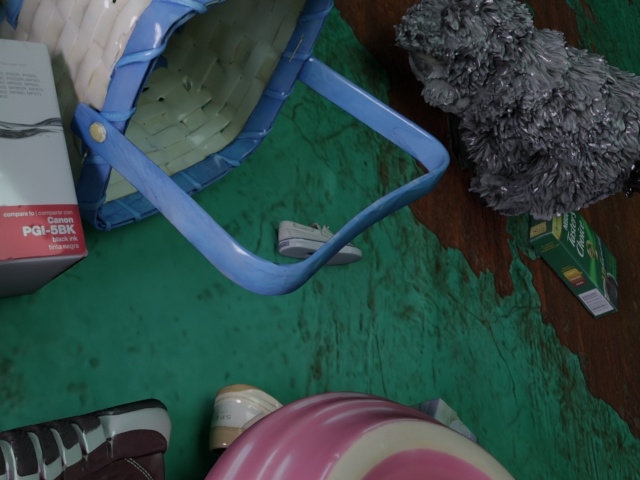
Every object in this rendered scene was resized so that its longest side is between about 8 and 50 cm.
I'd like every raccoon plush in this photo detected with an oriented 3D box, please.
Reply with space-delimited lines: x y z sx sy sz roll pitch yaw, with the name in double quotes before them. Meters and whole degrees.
"raccoon plush" 0.303 -0.204 0.959 0.299 0.446 0.216 54 49 -34

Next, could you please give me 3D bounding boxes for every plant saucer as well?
"plant saucer" 0.065 0.249 0.537 0.332 0.084 0.332 26 46 -29

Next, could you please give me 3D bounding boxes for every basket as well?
"basket" -0.066 -0.100 0.589 0.289 0.201 0.255 36 34 16

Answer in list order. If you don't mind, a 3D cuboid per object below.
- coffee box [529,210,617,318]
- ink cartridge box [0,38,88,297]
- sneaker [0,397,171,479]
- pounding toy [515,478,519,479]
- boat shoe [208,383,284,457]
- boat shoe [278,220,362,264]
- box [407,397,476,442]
"coffee box" 0.372 0.015 1.205 0.184 0.040 0.113 45 41 -23
"ink cartridge box" -0.195 -0.040 0.497 0.056 0.099 0.135 -5 77 -40
"sneaker" -0.155 0.177 0.402 0.281 0.106 0.162 2 73 -62
"pounding toy" 0.158 0.319 0.737 0.141 0.100 0.130 56 35 8
"boat shoe" -0.018 0.175 0.630 0.170 0.063 0.059 36 48 -20
"boat shoe" 0.000 0.000 0.775 0.100 0.035 0.035 10 64 -40
"box" 0.057 0.269 0.655 0.063 0.067 0.324 48 40 -19
